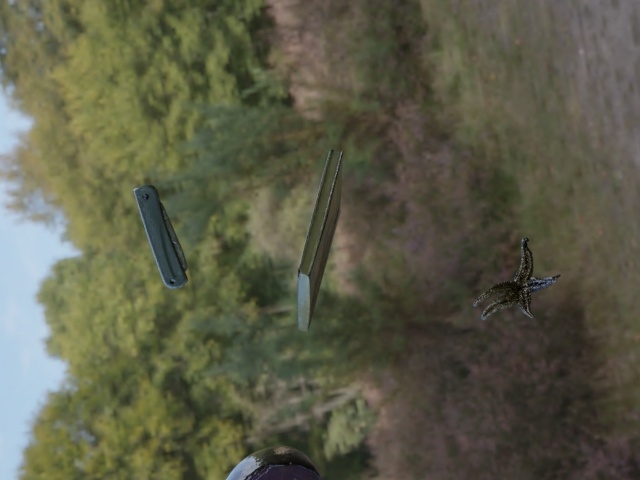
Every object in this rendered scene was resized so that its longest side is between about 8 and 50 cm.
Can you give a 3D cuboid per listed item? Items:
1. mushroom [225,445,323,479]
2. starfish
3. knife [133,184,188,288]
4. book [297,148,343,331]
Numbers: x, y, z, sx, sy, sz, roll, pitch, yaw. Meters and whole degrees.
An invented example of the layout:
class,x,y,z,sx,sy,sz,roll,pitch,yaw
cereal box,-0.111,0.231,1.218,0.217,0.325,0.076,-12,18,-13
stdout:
class,x,y,z,sx,sy,sz,roll,pitch,yaw
mushroom,-0.071,0.349,1.590,0.141,0.188,0.117,30,-161,-26
starfish,0.295,0.059,1.724,0.041,0.133,0.130,41,-124,-43
knife,-0.234,-0.006,1.765,0.023,0.044,0.162,-34,-75,-81
book,0.000,0.000,1.762,0.160,0.024,0.228,91,-169,-55
